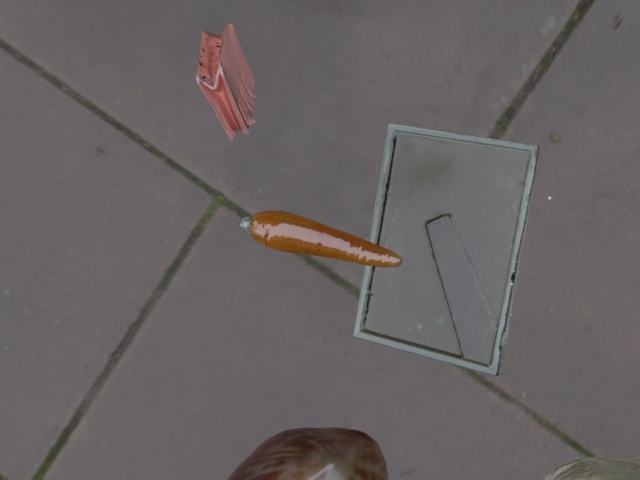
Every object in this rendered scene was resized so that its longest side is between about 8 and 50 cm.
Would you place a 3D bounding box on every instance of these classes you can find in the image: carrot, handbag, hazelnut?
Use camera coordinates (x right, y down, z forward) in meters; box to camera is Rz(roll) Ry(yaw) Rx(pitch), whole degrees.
[{"bbox_3d":[0.000,0.000,0.860,0.142,0.035,0.035,14,95,3],"label":"carrot"},{"bbox_3d":[-0.171,-0.295,1.900,0.059,0.212,0.157,-18,124,12],"label":"handbag"},{"bbox_3d":[-0.016,0.298,1.131,0.181,0.212,0.181,-3,109,51],"label":"hazelnut"}]

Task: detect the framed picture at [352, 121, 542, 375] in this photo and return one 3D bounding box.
[{"bbox_3d":[0.180,0.007,1.506,0.247,0.022,0.334,13,98,32],"label":"framed picture"}]

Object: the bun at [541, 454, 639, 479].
[{"bbox_3d":[0.199,0.227,0.536,0.273,0.273,0.168,38,139,9],"label":"bun"}]
